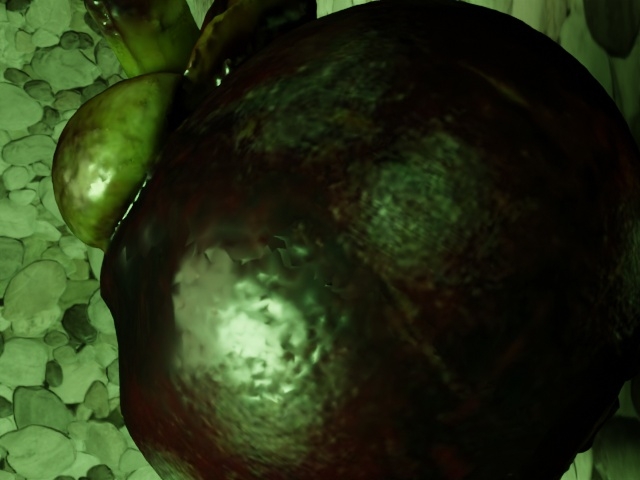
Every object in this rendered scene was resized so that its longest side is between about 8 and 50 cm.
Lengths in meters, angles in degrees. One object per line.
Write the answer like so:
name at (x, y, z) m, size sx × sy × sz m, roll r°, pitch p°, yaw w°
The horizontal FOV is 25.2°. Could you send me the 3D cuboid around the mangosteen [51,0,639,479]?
mangosteen at (0.012, 0.015, 0.695) m, size 0.297 × 0.293 × 0.297 m, roll -171°, pitch 90°, yaw -79°
